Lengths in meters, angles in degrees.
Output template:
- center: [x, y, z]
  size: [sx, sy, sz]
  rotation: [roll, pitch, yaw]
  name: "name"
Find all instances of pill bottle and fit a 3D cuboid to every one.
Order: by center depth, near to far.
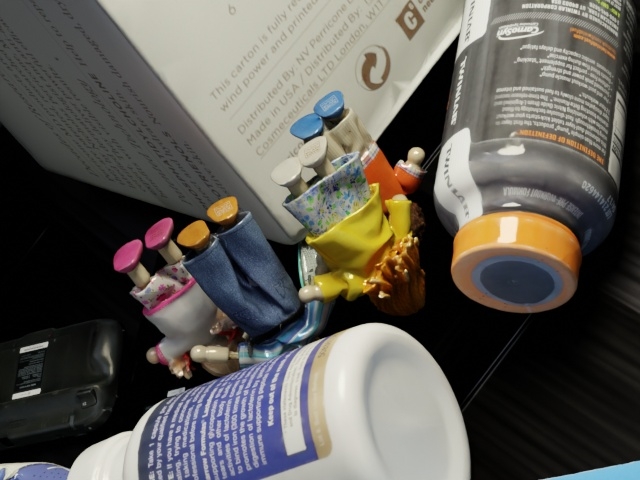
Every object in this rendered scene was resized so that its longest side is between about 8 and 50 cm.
- center: [-0.041, 0.165, 1.355]
  size: [0.265, 0.153, 0.153]
  rotation: [-22, 45, 31]
  name: "pill bottle"
- center: [0.151, -0.072, 1.382]
  size: [0.130, 0.130, 0.245]
  rotation: [-16, 48, 36]
  name: "pill bottle"

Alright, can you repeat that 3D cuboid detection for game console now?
- center: [-0.179, 0.099, 1.640]
  size: [0.361, 0.044, 0.213]
  rotation: [-14, 49, 35]
  name: "game console"

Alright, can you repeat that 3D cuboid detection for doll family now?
- center: [-0.016, 0.028, 1.437]
  size: [0.263, 0.163, 0.118]
  rotation: [-36, 27, 2]
  name: "doll family"

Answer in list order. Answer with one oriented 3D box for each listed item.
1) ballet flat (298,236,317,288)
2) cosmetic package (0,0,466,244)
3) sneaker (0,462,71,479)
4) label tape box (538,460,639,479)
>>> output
- center: [0.000, 0.000, 1.549]
  size: [0.041, 0.041, 0.114]
  rotation: [-31, 42, 23]
  name: "ballet flat"
- center: [-0.126, -0.248, 1.619]
  size: [0.394, 0.327, 0.329]
  rotation: [17, 63, 50]
  name: "cosmetic package"
- center: [-0.326, 0.218, 1.571]
  size: [0.315, 0.182, 0.127]
  rotation: [-4, 58, 43]
  name: "sneaker"
- center: [0.145, 0.261, 1.121]
  size: [0.249, 0.115, 0.347]
  rotation: [-16, 50, 36]
  name: "label tape box"
